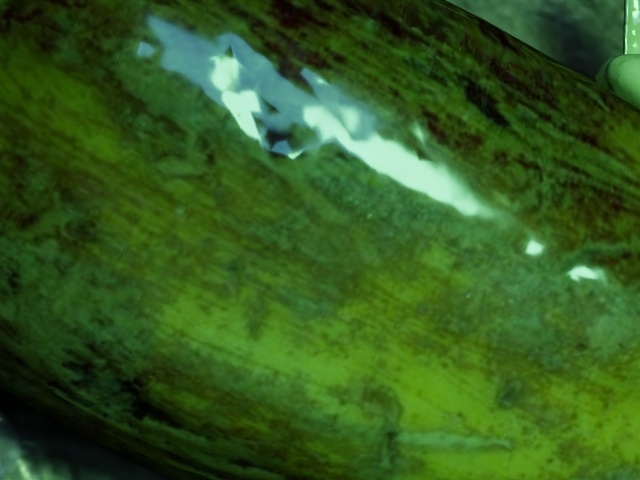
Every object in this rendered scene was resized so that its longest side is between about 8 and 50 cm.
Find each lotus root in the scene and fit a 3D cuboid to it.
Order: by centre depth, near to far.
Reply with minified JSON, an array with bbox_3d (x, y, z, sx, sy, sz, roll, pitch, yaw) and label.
[{"bbox_3d":[0.000,0.000,0.569,0.397,0.179,0.196,26,83,-14],"label":"lotus root"}]

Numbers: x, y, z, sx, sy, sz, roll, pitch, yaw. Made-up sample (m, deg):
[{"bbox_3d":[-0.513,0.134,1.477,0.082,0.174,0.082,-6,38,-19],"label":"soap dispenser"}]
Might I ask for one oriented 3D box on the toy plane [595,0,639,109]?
[{"bbox_3d":[0.227,-0.027,0.707,0.256,0.104,0.242,23,81,-2],"label":"toy plane"}]
